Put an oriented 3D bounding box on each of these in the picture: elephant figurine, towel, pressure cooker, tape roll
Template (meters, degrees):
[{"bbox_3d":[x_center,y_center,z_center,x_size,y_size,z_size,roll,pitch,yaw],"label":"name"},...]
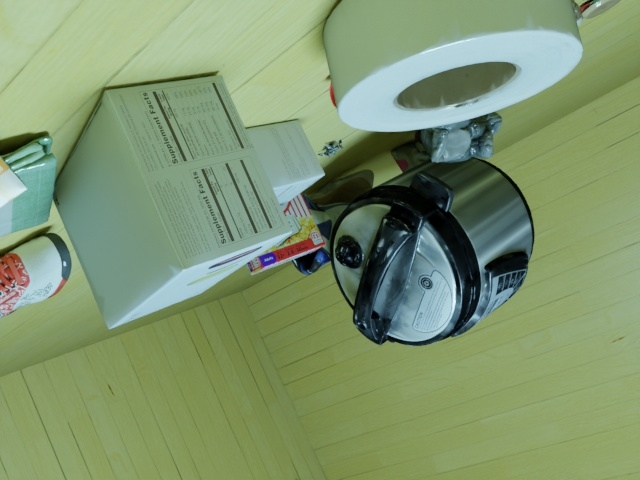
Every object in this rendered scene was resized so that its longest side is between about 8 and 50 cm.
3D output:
[{"bbox_3d":[0.243,-0.239,1.241,0.169,0.185,0.239,21,-172,30],"label":"elephant figurine"},{"bbox_3d":[-0.456,-0.015,0.691,0.325,0.038,0.248,-23,175,-30],"label":"towel"},{"bbox_3d":[0.226,0.030,1.421,0.420,0.369,0.376,-28,-170,-42],"label":"pressure cooker"},{"bbox_3d":[0.148,-0.221,0.750,0.286,0.100,0.286,-11,173,-1],"label":"tape roll"}]

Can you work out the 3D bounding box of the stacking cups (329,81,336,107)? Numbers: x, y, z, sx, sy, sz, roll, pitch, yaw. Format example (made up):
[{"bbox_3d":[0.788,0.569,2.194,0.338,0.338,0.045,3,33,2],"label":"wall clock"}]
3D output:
[{"bbox_3d":[0.153,-0.237,0.975,0.316,0.096,0.096,-20,173,-41],"label":"stacking cups"}]

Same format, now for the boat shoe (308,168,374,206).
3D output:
[{"bbox_3d":[0.036,-0.105,1.700,0.277,0.098,0.096,-24,-158,35],"label":"boat shoe"}]

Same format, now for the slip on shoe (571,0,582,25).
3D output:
[{"bbox_3d":[0.372,-0.361,1.086,0.135,0.051,0.041,-19,138,26],"label":"slip on shoe"}]

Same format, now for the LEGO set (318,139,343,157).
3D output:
[{"bbox_3d":[0.027,-0.182,1.298,0.054,0.023,0.083,-29,173,32],"label":"LEGO set"}]

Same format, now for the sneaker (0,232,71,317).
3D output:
[{"bbox_3d":[-0.513,0.077,0.997,0.270,0.090,0.145,-26,178,34],"label":"sneaker"}]

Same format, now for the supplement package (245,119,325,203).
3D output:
[{"bbox_3d":[-0.103,-0.108,0.995,0.179,0.105,0.105,-19,172,-43],"label":"supplement package"}]

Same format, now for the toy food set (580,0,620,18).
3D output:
[{"bbox_3d":[0.503,-0.425,1.144,0.083,0.020,0.083,-26,175,13],"label":"toy food set"}]

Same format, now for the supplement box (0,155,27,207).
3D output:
[{"bbox_3d":[-0.342,-0.047,0.605,0.098,0.036,0.062,-40,138,-13],"label":"supplement box"}]

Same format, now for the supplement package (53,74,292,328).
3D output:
[{"bbox_3d":[-0.192,-0.036,0.769,0.145,0.204,0.262,-20,173,-38],"label":"supplement package"}]

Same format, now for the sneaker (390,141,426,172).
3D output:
[{"bbox_3d":[0.271,-0.224,1.666,0.111,0.103,0.252,-34,176,31],"label":"sneaker"}]

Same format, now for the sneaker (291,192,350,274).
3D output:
[{"bbox_3d":[-0.001,0.000,1.551,0.316,0.182,0.127,11,146,-42],"label":"sneaker"}]

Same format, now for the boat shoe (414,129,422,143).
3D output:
[{"bbox_3d":[0.325,-0.276,1.558,0.207,0.073,0.073,-19,-150,-27],"label":"boat shoe"}]

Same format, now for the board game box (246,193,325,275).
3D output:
[{"bbox_3d":[-0.094,-0.053,1.098,0.147,0.193,0.045,-21,173,-42],"label":"board game box"}]
